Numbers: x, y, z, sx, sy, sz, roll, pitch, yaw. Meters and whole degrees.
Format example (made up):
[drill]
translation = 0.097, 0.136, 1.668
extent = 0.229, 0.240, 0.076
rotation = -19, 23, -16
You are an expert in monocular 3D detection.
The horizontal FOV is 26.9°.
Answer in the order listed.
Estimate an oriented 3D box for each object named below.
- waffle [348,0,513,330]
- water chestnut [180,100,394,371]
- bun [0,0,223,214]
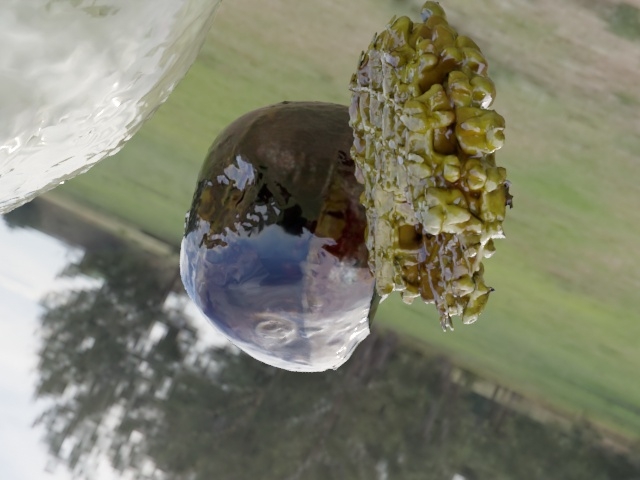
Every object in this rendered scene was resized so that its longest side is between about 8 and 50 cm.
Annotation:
[waffle]
translation = 0.067, -0.045, 0.861
extent = 0.070, 0.193, 0.197
rotation = -5, -137, -10
[water chestnut]
translation = 0.000, 0.000, 1.083
extent = 0.238, 0.223, 0.223
rotation = 13, 177, 3
[bun]
translation = -0.194, -0.131, 0.375
extent = 0.365, 0.219, 0.365
rotation = 19, 140, 17
